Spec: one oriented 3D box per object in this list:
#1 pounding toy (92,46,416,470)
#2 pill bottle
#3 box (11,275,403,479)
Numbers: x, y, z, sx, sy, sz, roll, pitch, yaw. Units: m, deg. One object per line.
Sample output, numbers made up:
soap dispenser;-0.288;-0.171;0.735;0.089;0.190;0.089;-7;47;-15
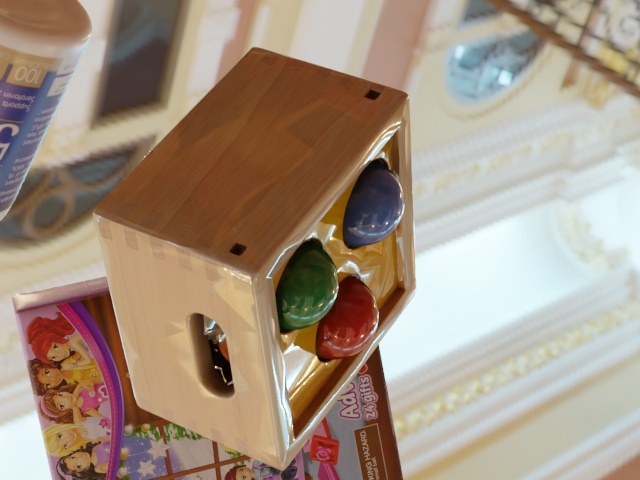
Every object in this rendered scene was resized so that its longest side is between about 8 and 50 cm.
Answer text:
pounding toy;0.004;0.003;0.762;0.094;0.181;0.206;20;-130;25
pill bottle;-0.218;-0.068;0.936;0.112;0.187;0.112;24;-157;-11
box;-0.052;0.154;0.950;0.201;0.293;0.057;-13;-169;-11
